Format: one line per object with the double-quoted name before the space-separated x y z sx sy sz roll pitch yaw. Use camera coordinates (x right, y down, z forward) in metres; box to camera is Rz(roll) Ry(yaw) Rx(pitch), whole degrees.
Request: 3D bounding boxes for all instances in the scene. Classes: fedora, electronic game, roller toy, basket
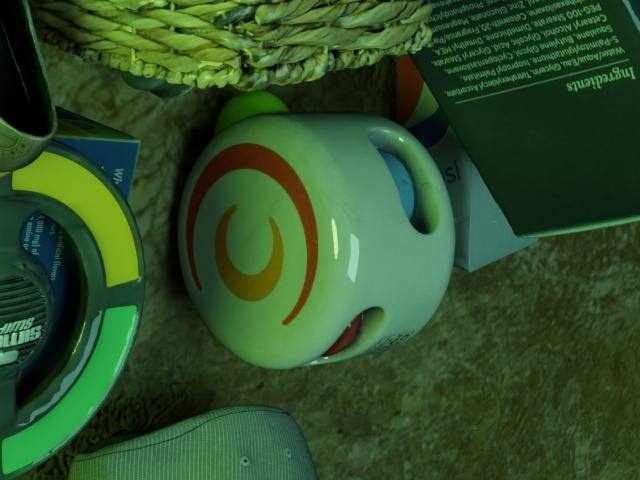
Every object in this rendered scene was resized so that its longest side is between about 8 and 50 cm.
"fedora" -0.101 0.197 1.419 0.275 0.243 0.124 -9 83 -40
"electronic game" -0.202 0.046 1.144 0.229 0.048 0.229 -19 119 -38
"roller toy" 0.000 0.000 1.424 0.146 0.191 0.209 -6 110 -45
"basket" -0.089 -0.238 1.159 0.213 0.299 0.223 -17 120 -38

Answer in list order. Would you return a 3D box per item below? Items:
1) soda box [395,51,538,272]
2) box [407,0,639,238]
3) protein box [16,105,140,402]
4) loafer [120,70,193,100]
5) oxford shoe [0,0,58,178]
"soda box" 0.125 -0.126 1.570 0.098 0.091 0.286 -22 121 -40
"box" 0.200 -0.251 1.386 0.293 0.212 0.395 -45 112 -36
"protein box" -0.252 0.008 1.216 0.201 0.136 0.200 1 105 -45
"loafer" -0.044 -0.183 1.376 0.251 0.094 0.087 -47 129 -21
"oxford shoe" -0.215 -0.166 1.041 0.097 0.098 0.271 -31 100 -35
